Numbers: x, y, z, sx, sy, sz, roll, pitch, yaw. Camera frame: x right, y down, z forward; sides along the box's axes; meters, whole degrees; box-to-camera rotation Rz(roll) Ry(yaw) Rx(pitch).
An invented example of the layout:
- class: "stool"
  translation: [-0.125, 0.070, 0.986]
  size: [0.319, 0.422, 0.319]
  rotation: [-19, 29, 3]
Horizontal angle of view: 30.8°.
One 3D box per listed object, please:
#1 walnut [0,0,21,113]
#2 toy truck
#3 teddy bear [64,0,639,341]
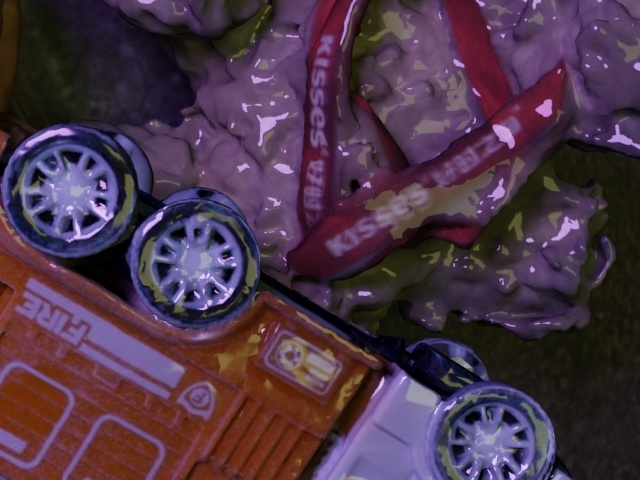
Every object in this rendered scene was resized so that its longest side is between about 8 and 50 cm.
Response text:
- class: "walnut"
  translation: [-0.250, -0.096, 0.516]
  size: [0.257, 0.225, 0.257]
  rotation: [-10, 105, -41]
- class: "toy truck"
  translation: [-0.050, 0.072, 0.526]
  size: [0.305, 0.136, 0.162]
  rotation: [32, 91, -7]
- class: "teddy bear"
  translation: [0.000, 0.000, 0.670]
  size: [0.358, 0.224, 0.367]
  rotation: [15, 87, -8]
